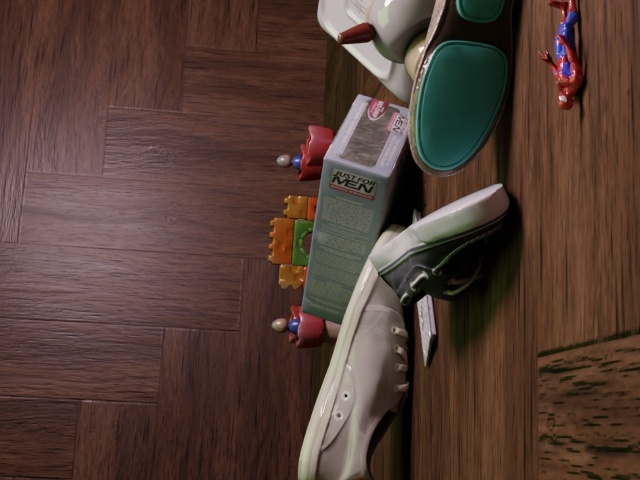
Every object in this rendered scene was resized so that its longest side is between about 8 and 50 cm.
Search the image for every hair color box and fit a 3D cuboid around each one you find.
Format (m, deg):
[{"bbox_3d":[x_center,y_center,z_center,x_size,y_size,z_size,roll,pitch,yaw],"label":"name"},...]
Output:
[{"bbox_3d":[0.063,-0.041,1.604,0.374,0.113,0.185,100,-169,-45],"label":"hair color box"}]

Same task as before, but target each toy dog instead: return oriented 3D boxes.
[{"bbox_3d":[0.113,-0.357,1.183,0.220,0.161,0.334,29,121,57],"label":"toy dog"}]

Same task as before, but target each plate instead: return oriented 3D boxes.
[{"bbox_3d":[0.078,-0.393,1.517,0.277,0.045,0.278,49,151,30],"label":"plate"}]

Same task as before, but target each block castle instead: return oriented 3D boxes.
[{"bbox_3d":[0.000,0.000,1.985,0.303,0.213,0.453,147,126,-83],"label":"block castle"}]

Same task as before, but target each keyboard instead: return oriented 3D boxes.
[{"bbox_3d":[0.151,0.066,1.400,0.072,0.014,0.256,99,172,-46],"label":"keyboard"}]

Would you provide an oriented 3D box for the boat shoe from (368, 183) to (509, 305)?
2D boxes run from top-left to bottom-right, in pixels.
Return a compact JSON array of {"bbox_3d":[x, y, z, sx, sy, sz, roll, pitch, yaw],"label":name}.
[{"bbox_3d":[0.147,0.019,1.085,0.102,0.108,0.301,61,157,4],"label":"boat shoe"}]

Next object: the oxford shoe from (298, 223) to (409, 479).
[{"bbox_3d":[0.087,0.191,1.477,0.169,0.130,0.449,64,-139,-68],"label":"oxford shoe"}]

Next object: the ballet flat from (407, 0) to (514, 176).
[{"bbox_3d":[0.167,-0.226,1.047,0.106,0.107,0.316,-101,25,-84],"label":"ballet flat"}]

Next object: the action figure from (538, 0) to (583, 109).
[{"bbox_3d":[0.216,-0.168,0.825,0.038,0.030,0.115,121,151,-67],"label":"action figure"}]
